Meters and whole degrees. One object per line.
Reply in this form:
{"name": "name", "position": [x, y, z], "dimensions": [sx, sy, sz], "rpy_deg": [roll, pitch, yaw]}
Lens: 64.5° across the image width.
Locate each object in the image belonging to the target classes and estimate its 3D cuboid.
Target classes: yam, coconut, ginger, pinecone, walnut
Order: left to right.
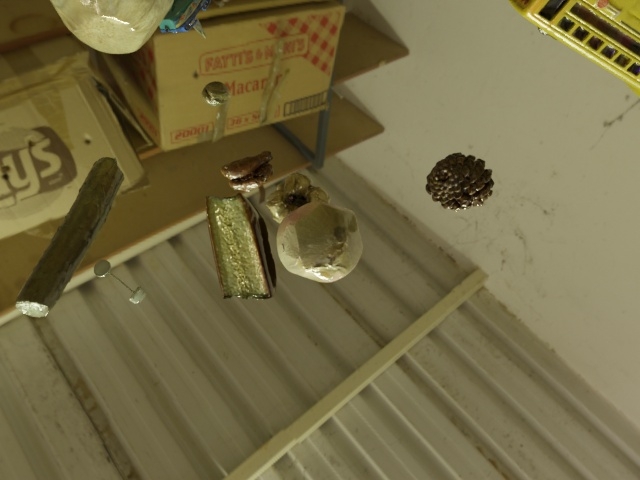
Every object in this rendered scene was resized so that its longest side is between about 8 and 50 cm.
{"name": "yam", "position": [-0.491, -0.019, 1.024], "dimensions": [0.083, 0.083, 0.372], "rpy_deg": [11, -124, 2]}
{"name": "coconut", "position": [-0.333, -0.425, 0.814], "dimensions": [0.223, 0.224, 0.224], "rpy_deg": [3, -128, -4]}
{"name": "walnut", "position": [-0.341, -0.476, 1.649], "dimensions": [0.091, 0.092, 0.092], "rpy_deg": [3, -128, -4]}
{"name": "ginger", "position": [-0.209, -0.201, 1.520], "dimensions": [0.161, 0.103, 0.073], "rpy_deg": [-20, -163, -1]}
{"name": "coconut", "position": [-0.001, 0.002, 1.373], "dimensions": [0.226, 0.230, 0.227], "rpy_deg": [2, -97, -21]}
{"name": "pinecone", "position": [0.436, -0.183, 1.572], "dimensions": [0.204, 0.179, 0.184], "rpy_deg": [-6, -141, -48]}

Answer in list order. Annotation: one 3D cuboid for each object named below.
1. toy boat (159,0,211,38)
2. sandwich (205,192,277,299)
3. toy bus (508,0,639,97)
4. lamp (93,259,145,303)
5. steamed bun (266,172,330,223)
{"name": "toy boat", "position": [-0.297, -0.517, 1.178], "dimensions": [0.091, 0.110, 0.175], "rpy_deg": [11, -120, 27]}
{"name": "sandwich", "position": [-0.172, 0.005, 1.099], "dimensions": [0.122, 0.236, 0.128], "rpy_deg": [-8, -163, 0]}
{"name": "toy bus", "position": [0.408, -0.289, 0.652], "dimensions": [0.330, 0.151, 0.145], "rpy_deg": [22, -141, -18]}
{"name": "lamp", "position": [-0.562, 0.107, 1.398], "dimensions": [0.198, 0.056, 0.050], "rpy_deg": [29, -104, 23]}
{"name": "steamed bun", "position": [-0.074, -0.128, 1.582], "dimensions": [0.192, 0.106, 0.177], "rpy_deg": [38, -113, 20]}
